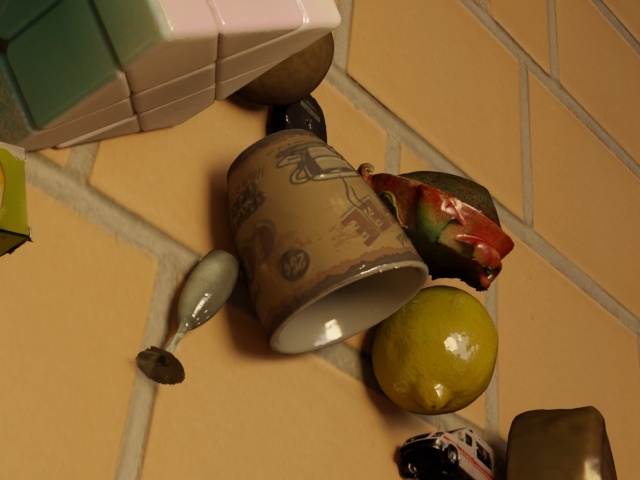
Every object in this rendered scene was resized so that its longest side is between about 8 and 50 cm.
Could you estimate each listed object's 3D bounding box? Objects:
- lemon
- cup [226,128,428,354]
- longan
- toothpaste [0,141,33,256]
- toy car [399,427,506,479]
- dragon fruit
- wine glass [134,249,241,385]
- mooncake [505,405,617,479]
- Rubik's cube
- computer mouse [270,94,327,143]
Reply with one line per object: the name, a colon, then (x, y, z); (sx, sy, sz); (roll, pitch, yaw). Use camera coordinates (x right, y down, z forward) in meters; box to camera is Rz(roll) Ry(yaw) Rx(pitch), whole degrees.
lemon: (0.171, 0.155, 1.560); (0.184, 0.184, 0.248); (52, 31, -17)
cup: (0.000, 0.000, 1.440); (0.257, 0.227, 0.301); (65, 3, 22)
longan: (-0.071, -0.277, 1.528); (0.187, 0.167, 0.167); (5, 66, -47)
toothpaste: (-0.440, -0.064, 1.022); (0.327, 0.077, 0.110); (14, 58, -47)
toy car: (0.203, 0.332, 1.576); (0.210, 0.089, 0.108); (44, 41, -29)
dragon fruit: (0.167, -0.020, 1.585); (0.268, 0.295, 0.130); (24, 74, -7)
wine glass: (-0.154, 0.088, 1.297); (0.066, 0.066, 0.198); (50, 39, -19)
mooncake: (0.377, 0.395, 1.614); (0.284, 0.156, 0.284); (-5, 90, -72)
Rubik's cube: (-0.227, -0.314, 1.223); (0.319, 0.322, 0.316); (-21, 88, -52)
computer mouse: (-0.034, -0.169, 1.600); (0.099, 0.057, 0.172); (41, 31, -26)
